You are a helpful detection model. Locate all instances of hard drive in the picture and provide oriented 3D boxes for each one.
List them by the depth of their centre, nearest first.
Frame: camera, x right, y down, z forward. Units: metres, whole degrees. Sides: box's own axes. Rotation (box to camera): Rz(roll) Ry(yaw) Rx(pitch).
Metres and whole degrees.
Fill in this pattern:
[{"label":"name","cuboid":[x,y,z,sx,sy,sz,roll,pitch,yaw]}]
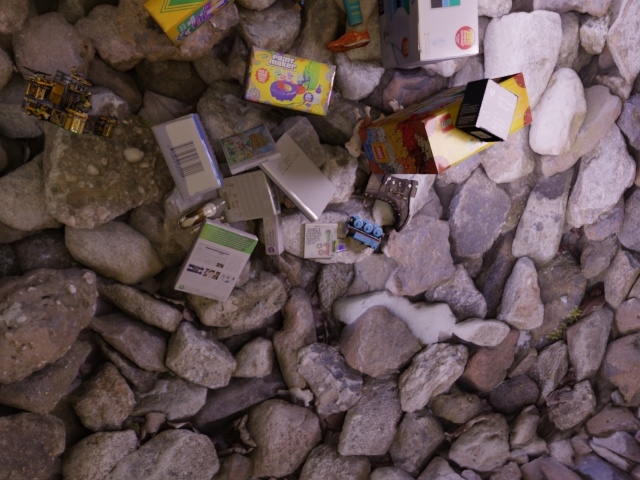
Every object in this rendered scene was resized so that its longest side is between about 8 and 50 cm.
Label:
[{"label":"hard drive","cuboid":[-0.087,-0.253,1.827,0.318,0.040,0.210,46,51,-20]}]

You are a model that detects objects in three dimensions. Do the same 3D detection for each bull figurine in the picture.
[{"label":"bull figurine","cuboid":[0.222,-0.458,1.859,0.311,0.101,0.188,-18,110,-18]}]

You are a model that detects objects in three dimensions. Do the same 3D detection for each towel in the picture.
[{"label":"towel","cuboid":[0.098,0.020,2.017,0.084,0.009,0.060,-5,109,-29]}]

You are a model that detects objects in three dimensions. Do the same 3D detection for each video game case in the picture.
[{"label":"video game case","cuboid":[-0.270,-0.352,1.742,0.194,0.212,0.023,-21,139,-6]},{"label":"video game case","cuboid":[0.000,0.000,1.996,0.143,0.019,0.157,-1,107,-12]}]

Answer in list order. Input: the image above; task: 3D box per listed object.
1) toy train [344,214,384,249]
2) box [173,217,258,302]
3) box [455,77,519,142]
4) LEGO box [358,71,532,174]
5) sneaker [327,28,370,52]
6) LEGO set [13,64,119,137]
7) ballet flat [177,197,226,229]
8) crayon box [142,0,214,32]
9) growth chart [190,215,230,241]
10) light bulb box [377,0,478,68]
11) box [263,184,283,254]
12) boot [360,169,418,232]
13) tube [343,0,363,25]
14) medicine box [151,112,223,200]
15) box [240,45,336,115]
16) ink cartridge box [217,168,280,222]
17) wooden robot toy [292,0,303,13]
[{"label":"toy train","cuboid":[0.186,-0.037,1.996,0.184,0.080,0.105,23,106,-18]},{"label":"box","cuboid":[-0.429,0.087,1.873,0.233,0.058,0.321,21,107,-29]},{"label":"box","cuboid":[0.543,-0.419,1.490,0.156,0.093,0.158,15,91,-30]},{"label":"LEGO box","cuboid":[0.463,-0.429,1.713,0.501,0.373,0.193,-29,111,-23]},{"label":"sneaker","cuboid":[0.105,-0.777,1.777,0.175,0.064,0.067,-18,89,-12]},{"label":"LEGO set","cuboid":[-0.824,-0.480,1.539,0.255,0.331,0.191,24,99,3]},{"label":"ballet flat","cuboid":[-0.474,-0.101,1.827,0.213,0.068,0.072,-28,104,2]},{"label":"crayon box","cuboid":[-0.403,-0.791,1.493,0.313,0.363,0.106,-38,110,0]},{"label":"growth chart","cuboid":[-0.435,0.027,1.908,0.172,0.021,0.237,-18,109,-7]},{"label":"light bulb box","cuboid":[0.375,-0.826,1.653,0.226,0.361,0.357,-11,108,-9]},{"label":"box","cuboid":[-0.200,-0.102,1.889,0.063,0.067,0.323,2,108,14]},{"label":"boot","cuboid":[0.283,-0.181,1.979,0.229,0.091,0.262,12,99,-10]},{"label":"tube","cuboid":[0.114,-0.927,1.737,0.080,0.052,0.206,-19,103,-17]},{"label":"medicine box","cuboid":[-0.469,-0.313,1.658,0.149,0.289,0.263,-20,109,-4]},{"label":"box","cuboid":[-0.128,-0.570,1.663,0.290,0.279,0.176,8,104,-14]},{"label":"ink cartridge box","cuboid":[-0.289,-0.179,1.833,0.233,0.066,0.188,-7,105,29]},{"label":"wooden robot toy","cuboid":[-0.075,-0.932,1.694,0.079,0.076,0.173,-24,114,-42]}]
